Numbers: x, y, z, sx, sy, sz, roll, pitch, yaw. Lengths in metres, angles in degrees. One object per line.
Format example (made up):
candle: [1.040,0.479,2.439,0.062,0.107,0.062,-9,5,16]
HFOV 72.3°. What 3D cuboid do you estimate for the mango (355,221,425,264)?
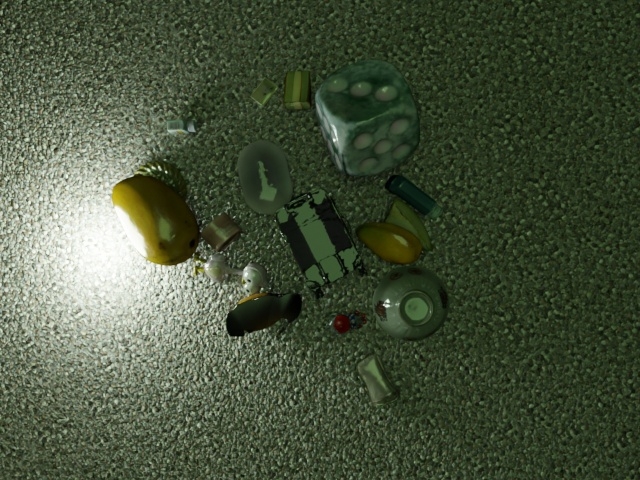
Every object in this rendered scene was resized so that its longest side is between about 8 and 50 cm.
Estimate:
mango: [0.296,0.010,1.871,0.317,0.119,0.176,25,135,14]

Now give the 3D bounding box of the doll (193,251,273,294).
doll: [-0.380,0.143,1.927,0.366,0.094,0.160,18,122,9]

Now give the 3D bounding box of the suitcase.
suitcase: [0.000,0.000,1.863,0.283,0.194,0.433,-27,88,3]

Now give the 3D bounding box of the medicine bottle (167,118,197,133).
medicine bottle: [-0.618,-0.510,1.967,0.118,0.074,0.054,-3,89,3]

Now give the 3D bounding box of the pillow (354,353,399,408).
pillow: [0.246,0.617,1.922,0.131,0.038,0.232,-28,87,6]

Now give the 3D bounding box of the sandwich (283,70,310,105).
sandwich: [-0.100,-0.668,1.902,0.117,0.144,0.187,-1,90,1]

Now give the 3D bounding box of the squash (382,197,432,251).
squash: [0.405,-0.074,1.882,0.252,0.169,0.093,25,47,4]

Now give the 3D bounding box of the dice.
dice: [0.178,-0.475,1.739,0.349,0.330,0.327,-23,58,2]

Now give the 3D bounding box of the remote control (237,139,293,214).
remote control: [-0.244,-0.277,1.927,0.221,0.103,0.331,-13,89,-3]

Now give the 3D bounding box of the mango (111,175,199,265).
mango: [-0.712,-0.092,1.889,0.300,0.232,0.445,-43,86,19]

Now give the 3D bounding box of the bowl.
bowl: [0.394,0.277,1.857,0.338,0.157,0.336,0,90,3]

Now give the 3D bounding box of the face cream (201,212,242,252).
face cream: [-0.431,-0.033,1.914,0.149,0.149,0.104,-44,88,2]

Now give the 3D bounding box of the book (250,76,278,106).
book: [-0.253,-0.669,1.975,0.077,0.014,0.111,39,92,3]

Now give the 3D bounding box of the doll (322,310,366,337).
doll: [0.104,0.361,1.924,0.195,0.062,0.104,-13,106,-4]

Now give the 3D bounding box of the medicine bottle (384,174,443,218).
medicine bottle: [0.405,-0.188,1.892,0.258,0.124,0.079,34,88,-9]

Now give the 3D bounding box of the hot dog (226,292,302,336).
hot dog: [-0.245,0.318,1.927,0.326,0.107,0.193,-3,99,-6]

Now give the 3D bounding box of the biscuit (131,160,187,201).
biscuit: [-0.730,-0.269,1.991,0.274,0.036,0.187,15,91,4]
